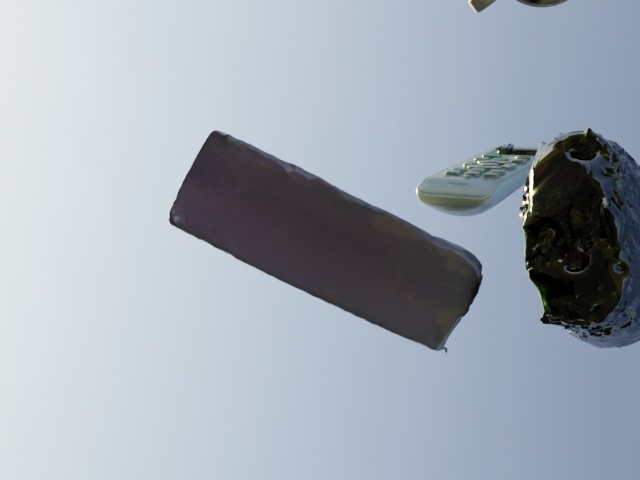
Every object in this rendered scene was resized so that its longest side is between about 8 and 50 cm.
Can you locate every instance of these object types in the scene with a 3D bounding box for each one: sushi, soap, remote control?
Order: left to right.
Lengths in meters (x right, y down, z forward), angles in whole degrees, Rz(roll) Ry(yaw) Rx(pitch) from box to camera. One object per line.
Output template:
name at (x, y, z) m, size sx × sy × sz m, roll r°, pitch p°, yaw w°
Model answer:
soap at (0.000, 0.000, 0.952) m, size 0.296 × 0.285 × 0.107 m, roll -179°, pitch -67°, yaw -87°
remote control at (0.232, -0.085, 1.235) m, size 0.103 × 0.293 × 0.051 m, roll 7°, pitch -70°, yaw 31°
sushi at (0.278, -0.005, 0.954) m, size 0.124 × 0.127 × 0.225 m, roll -25°, pitch -128°, yaw 39°

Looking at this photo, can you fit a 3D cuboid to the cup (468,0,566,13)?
cup at (0.371, -0.513, 1.669) m, size 0.202 × 0.221 × 0.167 m, roll -69°, pitch 151°, yaw -69°
